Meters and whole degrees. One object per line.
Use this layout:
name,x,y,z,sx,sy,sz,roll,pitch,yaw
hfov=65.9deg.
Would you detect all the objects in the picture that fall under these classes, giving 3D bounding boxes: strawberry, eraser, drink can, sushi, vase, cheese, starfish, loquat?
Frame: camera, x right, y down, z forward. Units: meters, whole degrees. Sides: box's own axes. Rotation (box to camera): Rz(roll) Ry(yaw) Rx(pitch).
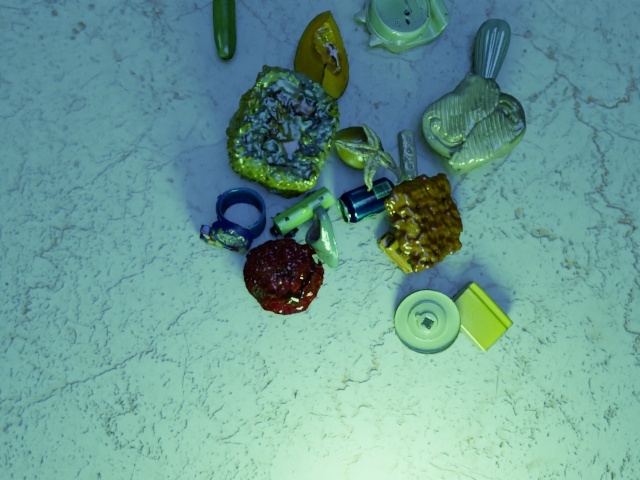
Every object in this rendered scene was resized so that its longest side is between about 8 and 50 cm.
strawberry,-0.122,0.122,1.606,0.274,0.220,0.274,0,95,3
eraser,0.570,0.275,1.793,0.158,0.069,0.226,-43,92,-10
drink can,0.166,-0.140,1.748,0.205,0.118,0.118,-21,88,-11
sushi,-0.135,-0.366,1.661,0.352,0.240,0.396,22,84,-8
vase,0.648,-0.709,1.890,0.128,0.128,0.247,10,91,-8
cheese,0.326,-0.318,1.833,0.065,0.043,0.193,-3,83,-15
starfish,0.171,-0.270,1.663,0.138,0.050,0.247,-38,101,-5
loquat,0.132,-0.332,1.746,0.195,0.152,0.152,16,82,-9

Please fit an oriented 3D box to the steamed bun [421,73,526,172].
steamed bun,0.561,-0.408,1.800,0.324,0.219,0.309,-40,76,13

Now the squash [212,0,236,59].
squash,-0.340,-0.777,1.751,0.082,0.082,0.292,-2,86,-10

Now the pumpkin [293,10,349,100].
pumpkin,0.008,-0.641,1.793,0.148,0.169,0.312,1,78,32

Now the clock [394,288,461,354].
clock,0.378,0.289,1.745,0.235,0.029,0.234,0,92,7

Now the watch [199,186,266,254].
watch,-0.282,-0.073,1.656,0.196,0.171,0.200,23,66,-5

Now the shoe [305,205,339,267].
shoe,0.000,0.000,1.667,0.100,0.103,0.251,-16,127,-5

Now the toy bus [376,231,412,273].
toy bus,0.280,0.041,1.768,0.162,0.074,0.069,45,80,-3

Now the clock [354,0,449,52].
clock,0.298,-0.850,1.851,0.324,0.108,0.265,-27,89,-11

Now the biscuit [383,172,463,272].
biscuit,0.375,-0.074,1.730,0.318,0.111,0.311,-23,96,-42

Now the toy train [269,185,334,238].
toy train,-0.063,-0.097,1.684,0.253,0.157,0.105,-33,87,-9
